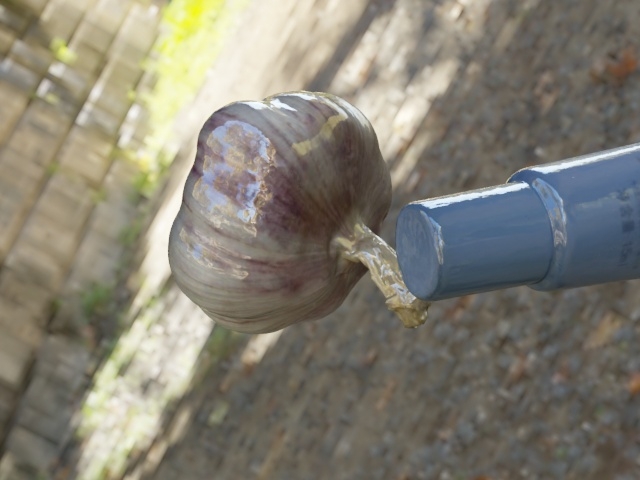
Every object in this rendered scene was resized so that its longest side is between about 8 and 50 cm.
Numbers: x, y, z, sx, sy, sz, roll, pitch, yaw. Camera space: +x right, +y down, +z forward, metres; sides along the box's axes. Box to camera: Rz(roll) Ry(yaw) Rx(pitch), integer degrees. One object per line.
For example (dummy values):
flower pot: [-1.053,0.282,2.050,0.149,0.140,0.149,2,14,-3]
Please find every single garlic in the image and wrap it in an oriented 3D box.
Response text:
garlic: [0.000,0.000,1.577,0.245,0.253,0.245,-39,-32,-31]

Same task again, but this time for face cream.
face cream: [0.235,-0.022,1.212,0.086,0.385,0.136,23,120,62]
